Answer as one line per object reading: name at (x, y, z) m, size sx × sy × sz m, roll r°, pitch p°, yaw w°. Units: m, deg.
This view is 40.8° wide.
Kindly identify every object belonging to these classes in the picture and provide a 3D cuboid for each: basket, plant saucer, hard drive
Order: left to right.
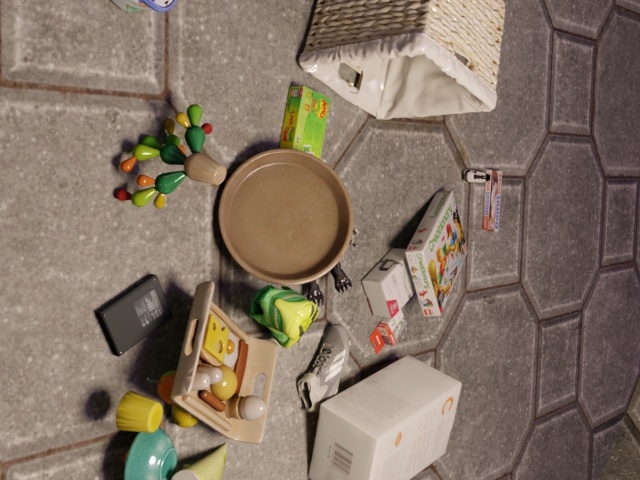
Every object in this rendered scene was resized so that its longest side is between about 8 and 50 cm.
hard drive at (-0.336, 0.135, 1.562) m, size 0.135 × 0.022 × 0.094 m, roll -38°, pitch 122°, yaw -40°
plant saucer at (-0.070, -0.046, 1.736) m, size 0.277 × 0.041 × 0.278 m, roll 2°, pitch 81°, yaw -14°
basket at (0.191, -0.445, 1.874) m, size 0.328 × 0.331 × 0.267 m, roll 23°, pitch 75°, yaw -49°

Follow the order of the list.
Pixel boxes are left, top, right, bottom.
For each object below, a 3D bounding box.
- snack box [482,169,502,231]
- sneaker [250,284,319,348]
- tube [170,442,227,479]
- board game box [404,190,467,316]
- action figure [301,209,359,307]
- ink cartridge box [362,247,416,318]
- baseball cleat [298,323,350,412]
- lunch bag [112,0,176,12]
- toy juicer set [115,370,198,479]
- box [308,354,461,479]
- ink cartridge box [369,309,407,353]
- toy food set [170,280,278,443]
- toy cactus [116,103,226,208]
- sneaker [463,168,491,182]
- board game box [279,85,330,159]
snack box at (0.500, -0.115, 2.504) m, size 0.064 × 0.022 × 0.178 m, roll -1°, pitch 95°, yaw -51°
sneaker at (-0.074, 0.139, 1.728) m, size 0.109 × 0.123 × 0.295 m, roll -52°, pitch 176°, yaw -13°
tube at (-0.220, 0.452, 1.660) m, size 0.070 × 0.062 × 0.240 m, roll -41°, pitch 169°, yaw 4°
board game box at (0.302, 0.029, 2.209) m, size 0.305 × 0.053 × 0.193 m, roll -56°, pitch 134°, yaw -51°
action figure at (0.000, 0.000, 1.840) m, size 0.164 × 0.141 × 0.276 m, roll -22°, pitch 119°, yaw -14°
ink cartridge box at (0.179, 0.103, 2.125) m, size 0.150 × 0.063 × 0.109 m, roll -43°, pitch 126°, yaw -39°
baseball cleat at (0.008, 0.288, 1.944) m, size 0.109 × 0.072 × 0.206 m, roll 13°, pitch 84°, yaw -50°
lunch bag at (-0.298, -0.553, 1.458) m, size 0.243 × 0.115 × 0.303 m, roll 35°, pitch 69°, yaw -48°
toy juicer set at (-0.303, 0.389, 1.602) m, size 0.209 × 0.089 × 0.329 m, roll -50°, pitch 145°, yaw -60°
box at (0.155, 0.444, 2.020) m, size 0.345 × 0.168 × 0.215 m, roll -19°, pitch 126°, yaw -47°
ink cartridge box at (0.171, 0.227, 2.158) m, size 0.115 × 0.029 × 0.063 m, roll -50°, pitch 129°, yaw -34°
toy food set at (-0.168, 0.238, 1.639) m, size 0.306 × 0.092 × 0.220 m, roll 55°, pitch 38°, yaw -54°
toy cactus at (-0.247, -0.135, 1.527) m, size 0.219 × 0.180 × 0.112 m, roll -54°, pitch 152°, yaw -24°
sneaker at (0.437, -0.180, 2.408) m, size 0.109 × 0.043 × 0.040 m, roll -7°, pitch 102°, yaw -47°
board game box at (-0.037, -0.230, 1.850) m, size 0.092 × 0.043 × 0.181 m, roll 14°, pitch 84°, yaw -50°
